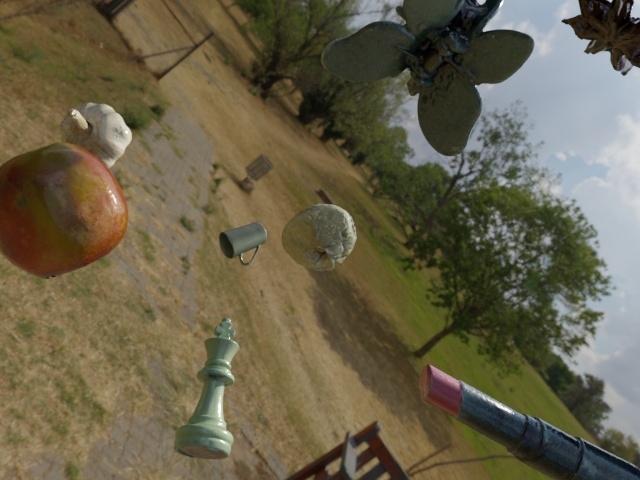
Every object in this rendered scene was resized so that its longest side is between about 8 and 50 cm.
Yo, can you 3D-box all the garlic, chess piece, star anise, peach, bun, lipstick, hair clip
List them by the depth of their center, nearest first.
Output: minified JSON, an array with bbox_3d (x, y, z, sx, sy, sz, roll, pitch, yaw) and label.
[{"bbox_3d":[0.188,0.178,0.466,0.234,0.053,0.053,31,11,-10],"label":"lipstick"},{"bbox_3d":[-0.115,0.152,0.552,0.059,0.059,0.149,46,36,-44],"label":"chess piece"},{"bbox_3d":[-0.460,-0.051,0.899,0.231,0.231,0.231,52,7,-9],"label":"peach"},{"bbox_3d":[0.250,-0.438,1.115,0.392,0.318,0.238,30,46,-17],"label":"hair clip"},{"bbox_3d":[0.672,-0.461,1.138,0.288,0.088,0.288,41,5,-4],"label":"star anise"},{"bbox_3d":[-0.651,-0.309,1.447,0.199,0.199,0.226,53,-7,0],"label":"garlic"},{"bbox_3d":[0.000,0.000,1.452,0.220,0.220,0.134,47,20,-40],"label":"bun"}]

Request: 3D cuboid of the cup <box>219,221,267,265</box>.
[{"bbox_3d":[-0.147,0.004,1.014,0.075,0.083,0.054,49,-38,26],"label":"cup"}]
